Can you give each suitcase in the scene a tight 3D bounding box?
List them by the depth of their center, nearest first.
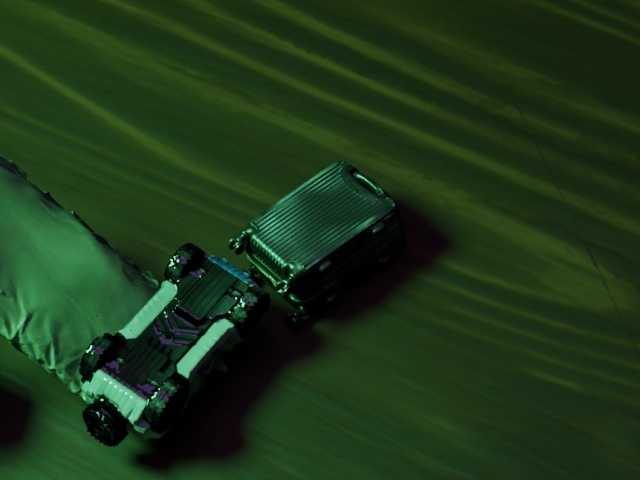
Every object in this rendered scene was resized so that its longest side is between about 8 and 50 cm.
[{"bbox_3d":[0.000,0.000,1.571,0.126,0.059,0.086,-36,54,-19],"label":"suitcase"}]

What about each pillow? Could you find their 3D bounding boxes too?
[{"bbox_3d":[-0.226,0.015,1.533,0.051,0.229,0.128,-32,21,48],"label":"pillow"}]

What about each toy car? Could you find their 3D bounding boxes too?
[{"bbox_3d":[-0.115,0.085,1.512,0.080,0.070,0.170,32,62,16],"label":"toy car"}]
